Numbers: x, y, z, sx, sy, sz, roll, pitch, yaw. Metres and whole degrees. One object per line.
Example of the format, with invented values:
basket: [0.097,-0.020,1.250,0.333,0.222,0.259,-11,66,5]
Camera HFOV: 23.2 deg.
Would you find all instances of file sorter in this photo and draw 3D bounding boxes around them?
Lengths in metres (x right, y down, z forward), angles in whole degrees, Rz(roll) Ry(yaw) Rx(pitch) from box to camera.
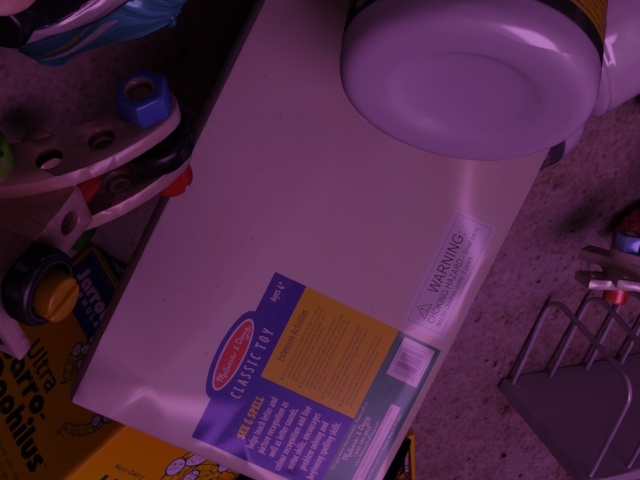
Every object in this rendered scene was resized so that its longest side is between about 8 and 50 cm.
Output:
file sorter: [0.415,0.173,1.995,0.278,0.193,0.173,-6,132,-33]

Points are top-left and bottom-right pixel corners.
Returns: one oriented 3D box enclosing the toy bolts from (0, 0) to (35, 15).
toy bolts: [-0.208,-0.274,1.067,0.158,0.218,0.228,-52,176,31]

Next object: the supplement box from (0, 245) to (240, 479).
supplement box: [-0.252,0.214,1.522,0.356,0.195,0.194,-43,143,11]

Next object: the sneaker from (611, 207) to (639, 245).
sneaker: [0.475,0.030,1.950,0.299,0.120,0.112,13,160,-34]

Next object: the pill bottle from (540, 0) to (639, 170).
pill bottle: [0.110,-0.127,1.414,0.361,0.204,0.204,-29,143,-6]

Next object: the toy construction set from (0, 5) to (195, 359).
toy construction set: [-0.256,-0.020,1.179,0.237,0.257,0.309,-63,-179,-25]

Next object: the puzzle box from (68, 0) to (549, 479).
puzzle box: [0.000,0.000,1.278,0.272,0.052,0.408,26,93,-15]

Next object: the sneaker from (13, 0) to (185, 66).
sneaker: [-0.129,-0.225,1.232,0.275,0.107,0.110,-25,158,-1]

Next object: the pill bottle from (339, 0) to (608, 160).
pill bottle: [0.128,-0.244,1.177,0.188,0.333,0.188,8,152,4]

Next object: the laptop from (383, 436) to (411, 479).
laptop: [-0.116,0.347,1.677,0.408,0.236,0.382,-13,163,12]

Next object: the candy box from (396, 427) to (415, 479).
candy box: [0.074,0.322,2.033,0.105,0.027,0.206,-20,141,-13]

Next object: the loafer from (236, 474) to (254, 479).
loafer: [-0.044,0.376,1.933,0.112,0.112,0.319,-11,137,-16]

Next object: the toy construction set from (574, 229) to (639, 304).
toy construction set: [0.424,-0.058,1.745,0.215,0.151,0.327,-4,126,-40]
